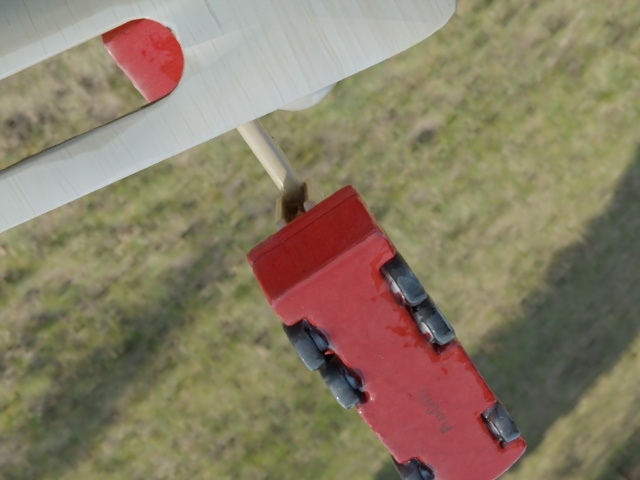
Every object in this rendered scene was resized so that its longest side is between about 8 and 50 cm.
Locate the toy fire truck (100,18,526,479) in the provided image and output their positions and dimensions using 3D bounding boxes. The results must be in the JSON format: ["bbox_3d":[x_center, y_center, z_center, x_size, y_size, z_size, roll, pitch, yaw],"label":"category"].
[{"bbox_3d":[0.000,0.000,0.501,0.047,0.135,0.192,-34,131,4],"label":"toy fire truck"}]

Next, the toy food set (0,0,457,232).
[{"bbox_3d":[-0.077,-0.094,0.501,0.220,0.306,0.092,-24,115,7],"label":"toy food set"}]
